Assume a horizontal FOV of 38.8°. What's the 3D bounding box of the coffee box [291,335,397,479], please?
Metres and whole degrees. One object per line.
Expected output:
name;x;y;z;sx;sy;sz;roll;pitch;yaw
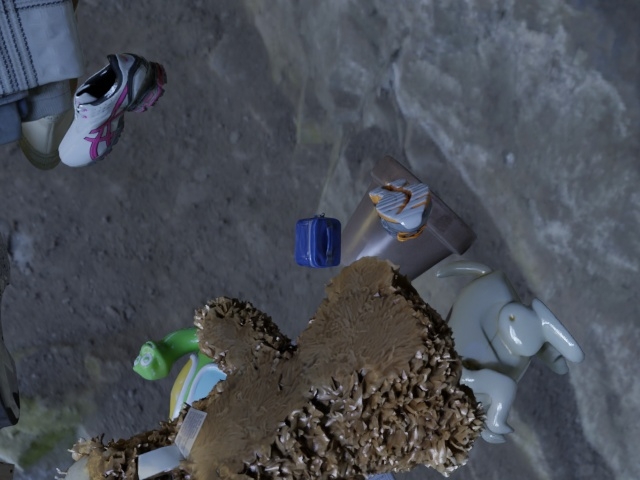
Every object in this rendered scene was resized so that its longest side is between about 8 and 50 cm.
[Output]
coffee box;0.017;0.282;1.140;0.119;0.168;0.297;-30;97;-6

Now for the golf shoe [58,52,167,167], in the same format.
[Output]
golf shoe;-0.273;-0.161;1.104;0.086;0.186;0.067;14;42;-48

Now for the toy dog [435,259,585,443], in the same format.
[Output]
toy dog;0.318;0.273;2.019;0.408;0.284;0.395;-37;83;-6

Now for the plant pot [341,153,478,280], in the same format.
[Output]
plant pot;0.156;-0.010;1.870;0.263;0.263;0.229;43;94;23

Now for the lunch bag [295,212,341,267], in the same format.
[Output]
lunch bag;0.000;0.000;1.603;0.067;0.065;0.098;0;90;-42

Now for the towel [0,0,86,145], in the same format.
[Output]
towel;-0.351;-0.188;0.694;0.312;0.324;0.056;-23;45;-24

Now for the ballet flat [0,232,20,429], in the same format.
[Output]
ballet flat;-0.227;0.031;0.563;0.058;0.084;0.250;-18;39;-9

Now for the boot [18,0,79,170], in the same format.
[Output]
boot;-0.391;-0.253;1.286;0.095;0.203;0.262;-4;66;-20

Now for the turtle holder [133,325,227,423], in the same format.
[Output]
turtle holder;-0.175;0.285;1.645;0.227;0.243;0.320;-45;101;-24

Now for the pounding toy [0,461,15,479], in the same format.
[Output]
pounding toy;-0.627;0.398;1.562;0.141;0.130;0.100;2;80;26

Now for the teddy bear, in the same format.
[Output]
teddy bear;-0.044;0.159;0.659;0.338;0.113;0.245;-47;49;-4

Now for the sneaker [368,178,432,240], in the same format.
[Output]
sneaker;0.129;-0.038;1.359;0.084;0.215;0.083;-19;102;2
